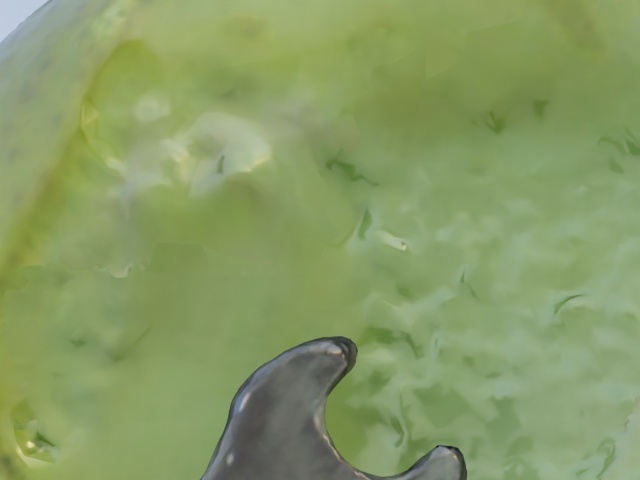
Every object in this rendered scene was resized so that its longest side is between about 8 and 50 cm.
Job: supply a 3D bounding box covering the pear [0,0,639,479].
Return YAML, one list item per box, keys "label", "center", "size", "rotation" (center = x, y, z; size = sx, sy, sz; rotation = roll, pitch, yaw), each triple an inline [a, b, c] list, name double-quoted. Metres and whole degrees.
- label: "pear"
  center: [0.000, 0.000, 0.475]
  size: [0.281, 0.286, 0.176]
  rotation: [7, -16, 18]

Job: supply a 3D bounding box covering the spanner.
- label: "spanner"
  center: [-0.083, 0.102, 0.363]
  size: [0.254, 0.054, 0.015]
  rotation: [-32, 2, -5]
